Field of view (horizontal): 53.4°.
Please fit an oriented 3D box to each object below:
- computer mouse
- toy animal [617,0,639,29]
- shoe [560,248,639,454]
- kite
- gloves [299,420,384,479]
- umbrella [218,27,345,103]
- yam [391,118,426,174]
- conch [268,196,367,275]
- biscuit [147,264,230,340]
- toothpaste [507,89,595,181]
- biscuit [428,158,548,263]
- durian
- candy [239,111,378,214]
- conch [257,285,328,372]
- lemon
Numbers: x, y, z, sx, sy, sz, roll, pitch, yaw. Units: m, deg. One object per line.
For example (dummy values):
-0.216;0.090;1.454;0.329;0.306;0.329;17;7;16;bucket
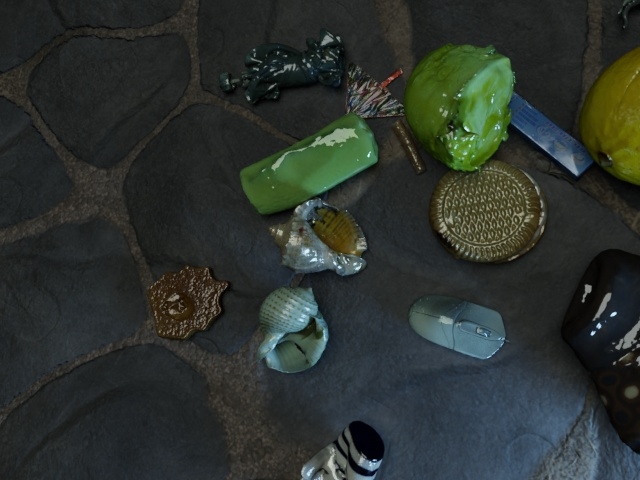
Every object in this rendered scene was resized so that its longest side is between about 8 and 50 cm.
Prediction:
0.298;0.184;1.383;0.229;0.068;0.113;15;83;18;computer mouse
0.756;-0.599;1.433;0.269;0.082;0.137;-34;70;5;toy animal
0.591;0.211;1.238;0.237;0.171;0.384;13;79;11;shoe
0.136;-0.361;1.589;0.189;0.009;0.232;-43;71;1;kite
0.046;0.500;1.364;0.140;0.131;0.219;39;120;18;gloves
-0.104;-0.438;1.631;0.348;0.094;0.143;-6;71;16;umbrella
0.212;-0.226;1.525;0.032;0.032;0.145;-26;73;8;yam
0.000;0.000;1.471;0.245;0.163;0.178;22;101;-10;conch
-0.321;0.148;1.583;0.215;0.034;0.182;-21;73;8;biscuit
0.496;-0.246;1.440;0.066;0.053;0.272;-47;70;6;toothpaste
0.371;-0.064;1.415;0.259;0.079;0.259;-3;77;15;biscuit
0.304;-0.306;1.417;0.256;0.204;0.340;-51;32;6;durian
-0.027;-0.181;1.538;0.343;0.132;0.142;-25;114;11;candy
-0.066;0.195;1.453;0.172;0.131;0.200;33;117;-5;conch
0.677;-0.253;1.270;0.297;0.297;0.297;-4;76;15;lemon
